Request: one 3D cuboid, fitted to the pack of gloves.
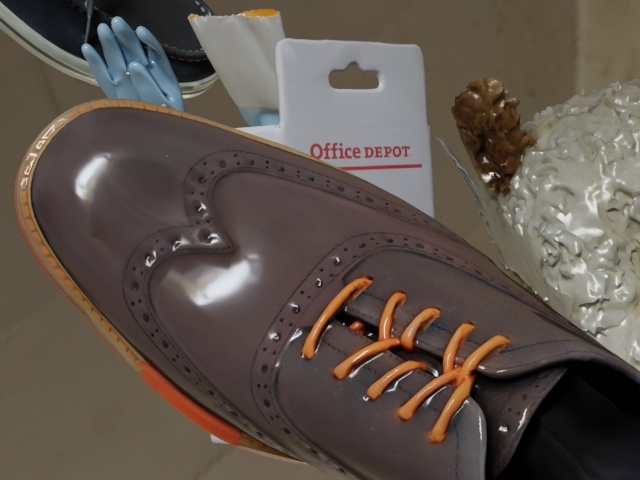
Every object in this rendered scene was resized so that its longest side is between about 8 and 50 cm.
[{"bbox_3d":[-0.086,-0.102,1.337,0.046,0.195,0.232,-61,-35,-42],"label":"pack of gloves"}]

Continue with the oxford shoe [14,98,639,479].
[{"bbox_3d":[0.029,0.033,0.466,0.097,0.271,0.098,-59,-3,-14],"label":"oxford shoe"}]

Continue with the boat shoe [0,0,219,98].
[{"bbox_3d":[-0.266,-0.309,1.505,0.500,0.156,0.187,38,-141,-28],"label":"boat shoe"}]

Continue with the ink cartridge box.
[{"bbox_3d":[0.000,0.000,0.739,0.104,0.060,0.180,-4,-88,-46],"label":"ink cartridge box"}]

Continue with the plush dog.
[{"bbox_3d":[0.209,-0.039,0.886,0.225,0.262,0.211,-27,-73,-4],"label":"plush dog"}]
